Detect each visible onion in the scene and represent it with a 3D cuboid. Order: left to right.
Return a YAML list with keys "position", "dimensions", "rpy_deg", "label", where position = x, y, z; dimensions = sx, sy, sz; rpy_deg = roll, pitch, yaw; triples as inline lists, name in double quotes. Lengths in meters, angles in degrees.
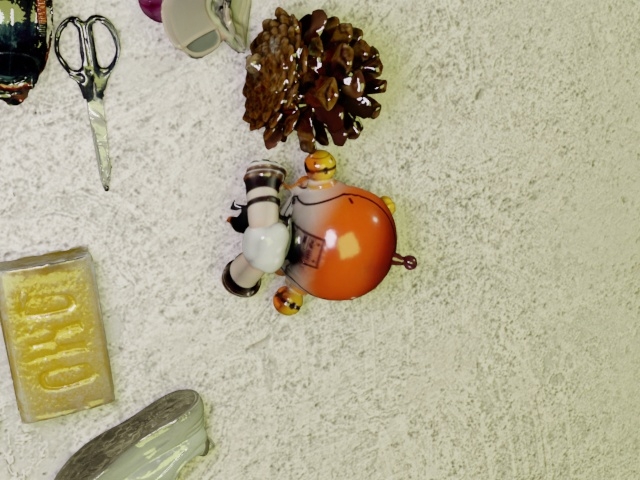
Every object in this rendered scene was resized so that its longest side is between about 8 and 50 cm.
- position: [-0.262, -0.421, 1.672]
  dimensions: [0.115, 0.104, 0.115]
  rpy_deg: [-34, 131, -51]
  label: "onion"

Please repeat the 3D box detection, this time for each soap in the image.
- position: [-0.459, 0.161, 1.720]
  dimensions: [0.173, 0.089, 0.274]
  rpy_deg: [-12, 107, -20]
  label: "soap"

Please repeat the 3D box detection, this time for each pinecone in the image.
- position: [-0.004, -0.275, 1.724]
  dimensions: [0.264, 0.264, 0.264]
  rpy_deg: [-5, 103, -21]
  label: "pinecone"

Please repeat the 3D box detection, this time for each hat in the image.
- position: [-0.171, -0.415, 1.648]
  dimensions: [0.225, 0.164, 0.219]
  rpy_deg: [-1, 143, -35]
  label: "hat"

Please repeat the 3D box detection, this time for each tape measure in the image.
- position: [-0.481, -0.341, 1.537]
  dimensions: [0.135, 0.202, 0.223]
  rpy_deg: [-1, 117, -24]
  label: "tape measure"

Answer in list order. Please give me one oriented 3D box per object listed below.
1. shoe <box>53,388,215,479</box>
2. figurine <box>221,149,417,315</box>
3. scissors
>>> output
- position: [-0.324, 0.413, 1.817]
  dimensions: [0.316, 0.124, 0.159]
  rpy_deg: [-35, 119, -12]
  label: "shoe"
- position: [0.000, 0.002, 1.805]
  dimensions: [0.323, 0.196, 0.320]
  rpy_deg: [3, 112, -26]
  label: "figurine"
- position: [-0.383, -0.229, 1.700]
  dimensions: [0.109, 0.022, 0.300]
  rpy_deg: [-9, 105, -16]
  label: "scissors"
